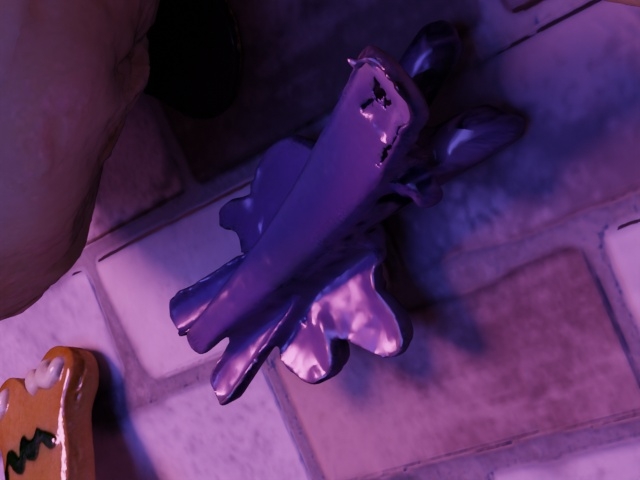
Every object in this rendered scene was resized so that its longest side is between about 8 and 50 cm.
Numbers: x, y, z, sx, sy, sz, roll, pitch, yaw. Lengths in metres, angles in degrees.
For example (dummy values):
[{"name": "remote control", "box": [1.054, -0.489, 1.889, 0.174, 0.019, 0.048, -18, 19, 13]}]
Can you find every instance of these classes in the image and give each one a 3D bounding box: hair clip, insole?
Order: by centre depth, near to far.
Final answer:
[{"name": "hair clip", "box": [0.012, -0.006, 0.822, 0.137, 0.090, 0.278, 54, 142, 14]}, {"name": "insole", "box": [-0.168, -0.173, 0.987, 0.348, 0.009, 0.119, 33, 129, 33]}]

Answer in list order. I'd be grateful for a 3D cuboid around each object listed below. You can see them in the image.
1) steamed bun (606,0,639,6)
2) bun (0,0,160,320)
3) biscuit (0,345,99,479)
[{"name": "steamed bun", "box": [0.133, -0.189, 0.596, 0.231, 0.110, 0.212, 8, 111, 41]}, {"name": "bun", "box": [-0.201, -0.122, 0.882, 0.361, 0.213, 0.361, 23, 116, 56]}, {"name": "biscuit", "box": [-0.182, 0.192, 1.075, 0.158, 0.035, 0.240, -42, 53, 46]}]
